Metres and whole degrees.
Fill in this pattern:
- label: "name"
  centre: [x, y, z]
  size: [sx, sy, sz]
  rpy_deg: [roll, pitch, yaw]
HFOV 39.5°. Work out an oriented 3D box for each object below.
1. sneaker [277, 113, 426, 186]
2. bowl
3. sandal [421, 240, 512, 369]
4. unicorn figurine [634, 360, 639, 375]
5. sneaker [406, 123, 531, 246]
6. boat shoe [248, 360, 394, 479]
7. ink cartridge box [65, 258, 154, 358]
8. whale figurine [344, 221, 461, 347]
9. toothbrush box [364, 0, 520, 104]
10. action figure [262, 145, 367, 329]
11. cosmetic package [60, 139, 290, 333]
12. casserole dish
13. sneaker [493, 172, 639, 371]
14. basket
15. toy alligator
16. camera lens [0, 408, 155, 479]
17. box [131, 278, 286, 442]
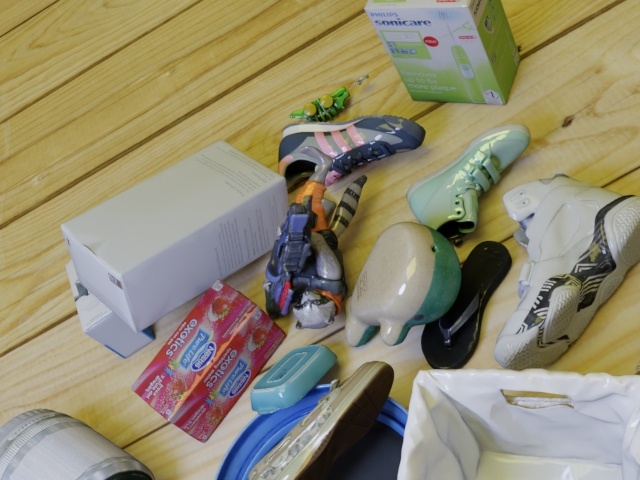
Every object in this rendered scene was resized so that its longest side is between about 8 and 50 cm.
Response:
- label: "sneaker"
  centre: [0.056, -0.166, 1.760]
  size: [0.319, 0.112, 0.131]
  rpy_deg: [-3, 65, 33]
- label: "bowl"
  centre: [0.008, 0.420, 1.410]
  size: [0.391, 0.077, 0.391]
  rpy_deg: [-13, 52, 18]
- label: "sandal"
  centre: [0.240, 0.105, 1.518]
  size: [0.097, 0.054, 0.254]
  rpy_deg: [15, 68, 33]
- label: "unicorn figurine"
  centre: [0.529, 0.151, 1.347]
  size: [0.111, 0.060, 0.162]
  rpy_deg: [-12, 40, 22]
- label: "sneaker"
  centre: [0.287, -0.092, 1.593]
  size: [0.256, 0.094, 0.151]
  rpy_deg: [-35, 44, 15]
- label: "boat shoe"
  centre: [0.001, 0.290, 1.388]
  size: [0.285, 0.104, 0.089]
  rpy_deg: [-47, 53, -10]
- label: "ink cartridge box"
  centre: [-0.425, 0.122, 1.792]
  size: [0.082, 0.139, 0.191]
  rpy_deg: [-35, 50, 5]
- label: "whale figurine"
  centre: [0.137, 0.089, 1.518]
  size: [0.272, 0.141, 0.216]
  rpy_deg: [129, 149, -46]
- label: "toothbrush box"
  centre: [0.238, -0.390, 1.689]
  size: [0.206, 0.283, 0.122]
  rpy_deg: [8, 64, 30]
- label: "action figure"
  centre: [0.000, 0.000, 1.592]
  size: [0.178, 0.341, 0.330]
  rpy_deg: [7, 64, -8]
- label: "cosmetic package"
  centre: [-0.266, -0.019, 1.702]
  size: [0.385, 0.156, 0.217]
  rpy_deg: [-32, 46, -26]
- label: "casserole dish"
  centre: [-0.050, 0.232, 1.532]
  size: [0.114, 0.037, 0.188]
  rpy_deg: [-15, 18, 40]
- label: "sneaker"
  centre: [0.361, 0.039, 1.452]
  size: [0.366, 0.137, 0.210]
  rpy_deg: [-46, 50, -12]
- label: "basket"
  centre: [0.292, 0.371, 1.187]
  size: [0.328, 0.266, 0.331]
  rpy_deg: [-3, 59, 26]
- label: "toy alligator"
  centre: [0.027, -0.287, 1.884]
  size: [0.189, 0.056, 0.051]
  rpy_deg: [-25, 94, 9]
- label: "camera lens"
  centre: [-0.436, 0.437, 1.545]
  size: [0.274, 0.219, 0.219]
  rpy_deg: [22, 72, 35]
- label: "box"
  centre: [-0.200, 0.219, 1.623]
  size: [0.122, 0.128, 0.257]
  rpy_deg: [29, 76, 37]
